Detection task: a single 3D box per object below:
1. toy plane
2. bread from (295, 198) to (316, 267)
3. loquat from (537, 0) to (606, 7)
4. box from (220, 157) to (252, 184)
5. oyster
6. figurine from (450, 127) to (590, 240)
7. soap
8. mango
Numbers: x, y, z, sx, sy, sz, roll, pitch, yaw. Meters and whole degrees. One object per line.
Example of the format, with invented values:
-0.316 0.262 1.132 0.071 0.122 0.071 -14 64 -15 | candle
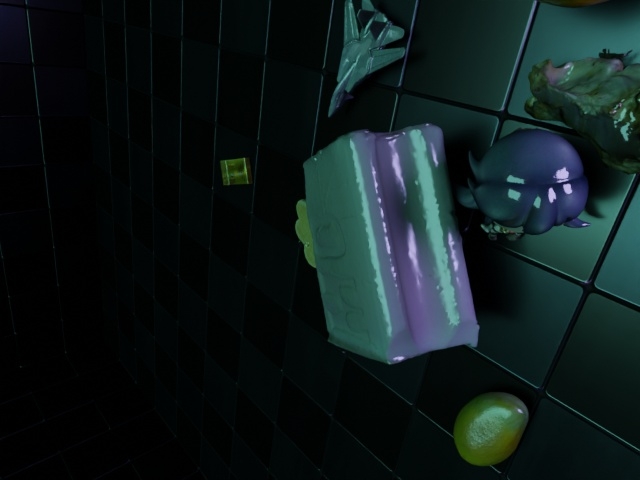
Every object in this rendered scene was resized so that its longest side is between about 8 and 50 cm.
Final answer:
0.087 -0.397 1.053 0.212 0.088 0.267 54 142 24 | toy plane
0.000 0.000 1.264 0.181 0.038 0.251 -12 101 60 | bread
0.357 -0.457 0.593 0.275 0.283 0.276 11 105 49 | loquat
-0.288 -0.233 1.541 0.156 0.022 0.089 8 106 46 | box
0.450 -0.200 0.667 0.337 0.133 0.198 52 162 43 | oyster
0.333 -0.082 0.765 0.265 0.175 0.197 -137 23 -87 | figurine
0.121 0.010 0.957 0.350 0.212 0.436 -178 78 -71 | soap
0.364 0.399 0.971 0.130 0.091 0.195 54 130 24 | mango
